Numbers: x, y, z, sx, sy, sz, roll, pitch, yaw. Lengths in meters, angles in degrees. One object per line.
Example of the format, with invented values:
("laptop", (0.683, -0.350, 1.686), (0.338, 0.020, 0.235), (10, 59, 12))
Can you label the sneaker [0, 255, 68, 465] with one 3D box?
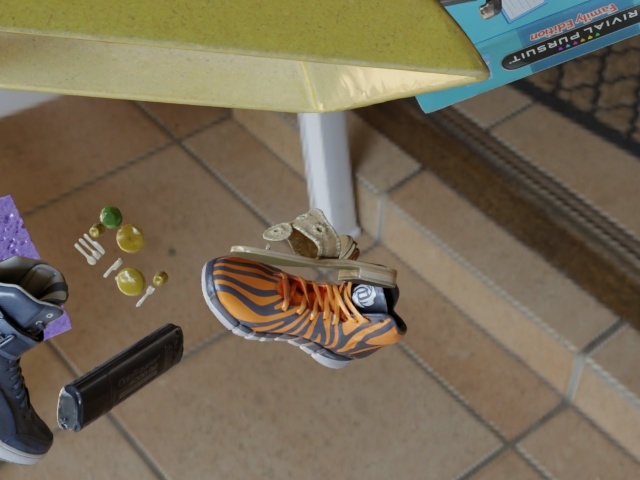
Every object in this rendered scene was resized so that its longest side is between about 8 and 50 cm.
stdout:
("sneaker", (-0.289, 0.115, 1.150), (0.163, 0.226, 0.086), (-35, 39, 2))

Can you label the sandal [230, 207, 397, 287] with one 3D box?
("sandal", (-0.004, 0.000, 1.495), (0.240, 0.088, 0.079), (14, 81, -31))

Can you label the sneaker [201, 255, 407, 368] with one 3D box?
("sneaker", (-0.003, 0.075, 1.657), (0.321, 0.180, 0.124), (23, 53, -41))

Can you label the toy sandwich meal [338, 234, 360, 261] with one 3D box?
("toy sandwich meal", (0.029, 0.023, 1.981), (0.086, 0.029, 0.085), (-32, 25, 17))

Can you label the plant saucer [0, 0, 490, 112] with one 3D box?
("plant saucer", (-0.097, -0.149, 0.825), (0.333, 0.081, 0.333), (3, 2, -19))

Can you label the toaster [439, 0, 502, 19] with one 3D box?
("toaster", (0.091, -0.283, 0.915), (0.146, 0.129, 0.227), (-6, 89, -21))

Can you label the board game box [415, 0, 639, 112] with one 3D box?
("board game box", (0.223, -0.300, 1.182), (0.336, 0.079, 0.253), (-19, 58, 13))

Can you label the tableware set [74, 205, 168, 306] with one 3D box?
("tableware set", (-0.311, 0.022, 1.904), (0.154, 0.104, 0.024), (44, 17, -2))

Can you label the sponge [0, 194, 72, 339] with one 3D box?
("sponge", (-0.444, 0.052, 1.656), (0.117, 0.031, 0.210), (-25, 91, -17))

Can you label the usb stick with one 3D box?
("usb stick", (-0.290, 0.198, 1.748), (0.045, 0.077, 0.278), (14, 23, 24))
